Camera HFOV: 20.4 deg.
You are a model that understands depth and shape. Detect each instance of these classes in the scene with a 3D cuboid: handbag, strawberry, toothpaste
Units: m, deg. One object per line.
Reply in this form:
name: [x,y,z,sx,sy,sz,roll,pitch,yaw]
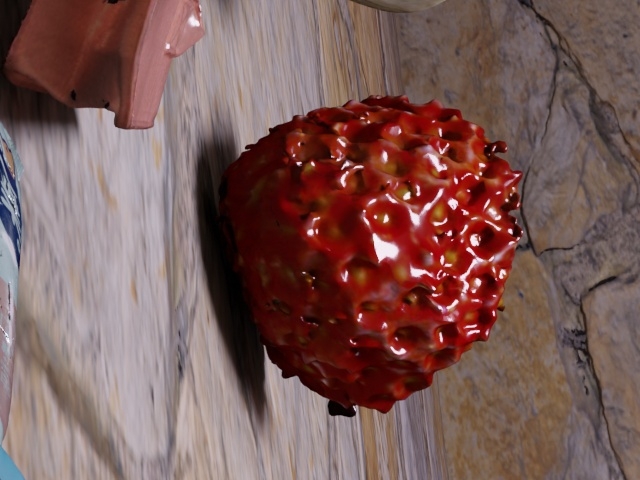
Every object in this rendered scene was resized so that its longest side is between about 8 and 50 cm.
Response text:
handbag: [-0.061,-0.154,0.784,0.157,0.059,0.212,-18,131,-85]
strawberry: [0.000,0.000,1.180,0.178,0.234,0.233,17,60,-50]
toothpaste: [-0.120,0.012,0.612,0.205,0.036,0.056,-96,174,-54]

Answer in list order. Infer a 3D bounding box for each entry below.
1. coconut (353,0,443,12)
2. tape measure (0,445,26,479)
coconut: [0.064,-0.329,1.303,0.323,0.323,0.323,-9,90,-83]
tape measure: [-0.107,0.097,0.424,0.146,0.081,0.125,-87,156,-60]
